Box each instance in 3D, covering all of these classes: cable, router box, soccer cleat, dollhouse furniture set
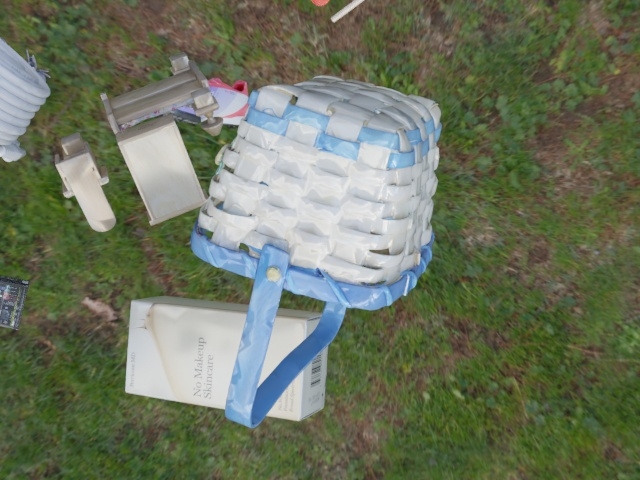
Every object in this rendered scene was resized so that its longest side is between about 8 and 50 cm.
[{"bbox_3d":[-0.371,-0.192,0.706,0.257,0.257,0.089,43,87,-6],"label":"cable"},{"bbox_3d":[-0.762,0.148,1.858,0.092,0.038,0.122,14,105,-18],"label":"router box"},{"bbox_3d":[-0.286,-0.335,1.828,0.109,0.318,0.116,15,102,33],"label":"soccer cleat"},{"bbox_3d":[-0.339,-0.189,1.475,0.303,0.355,0.173,-22,123,-8],"label":"dollhouse furniture set"}]

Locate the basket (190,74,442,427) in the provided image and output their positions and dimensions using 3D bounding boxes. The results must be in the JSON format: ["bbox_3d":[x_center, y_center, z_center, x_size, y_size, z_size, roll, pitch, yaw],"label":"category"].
[{"bbox_3d":[0.000,0.000,0.711,0.201,0.255,0.288,14,108,14],"label":"basket"}]

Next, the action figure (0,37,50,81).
[{"bbox_3d":[-0.686,-0.329,1.543,0.285,0.185,0.099,-8,53,-32],"label":"action figure"}]

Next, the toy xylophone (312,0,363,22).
[{"bbox_3d":[0.034,-0.547,1.406,0.323,0.081,0.236,-25,110,21],"label":"toy xylophone"}]

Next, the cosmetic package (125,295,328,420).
[{"bbox_3d":[-0.149,0.182,1.240,0.310,0.113,0.160,3,91,20],"label":"cosmetic package"}]
